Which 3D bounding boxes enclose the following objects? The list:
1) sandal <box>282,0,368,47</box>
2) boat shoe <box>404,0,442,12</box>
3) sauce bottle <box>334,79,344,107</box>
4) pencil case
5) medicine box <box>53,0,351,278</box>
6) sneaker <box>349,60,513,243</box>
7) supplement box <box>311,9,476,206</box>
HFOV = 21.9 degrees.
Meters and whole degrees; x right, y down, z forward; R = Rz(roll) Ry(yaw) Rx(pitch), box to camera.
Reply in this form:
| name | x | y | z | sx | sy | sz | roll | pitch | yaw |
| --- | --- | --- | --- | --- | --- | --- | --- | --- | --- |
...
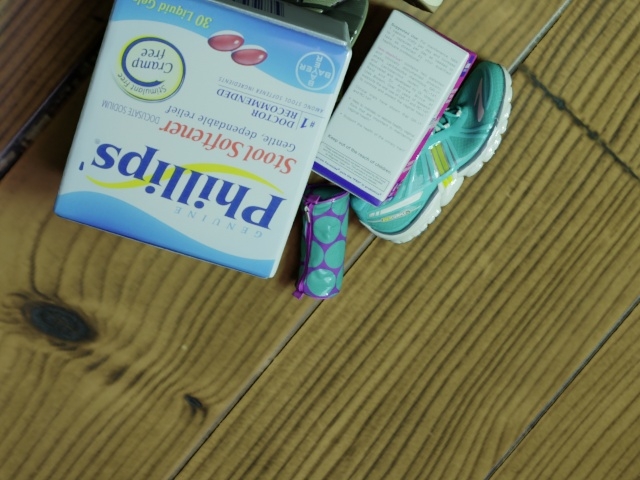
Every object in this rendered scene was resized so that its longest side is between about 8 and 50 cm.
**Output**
| name | x | y | z | sx | sy | sz | roll | pitch | yaw |
| --- | --- | --- | --- | --- | --- | --- | --- | --- | --- |
| sandal | -0.048 | -0.196 | 1.996 | 0.120 | 0.086 | 0.303 | 33 | 105 | 7 |
| boat shoe | 0.063 | -0.379 | 1.947 | 0.302 | 0.109 | 0.098 | 32 | 92 | -43 |
| sauce bottle | 0.011 | -0.227 | 2.039 | 0.042 | 0.042 | 0.128 | -9 | 118 | -25 |
| pencil case | 0.000 | 0.000 | 2.142 | 0.070 | 0.064 | 0.152 | -20 | 125 | -38 |
| medicine box | -0.133 | -0.141 | 1.875 | 0.263 | 0.149 | 0.289 | 17 | 108 | -8 |
| sneaker | 0.146 | -0.121 | 2.140 | 0.110 | 0.107 | 0.275 | 35 | 96 | -28 |
| supplement box | 0.088 | -0.164 | 2.047 | 0.114 | 0.111 | 0.220 | 30 | 101 | 7 |
